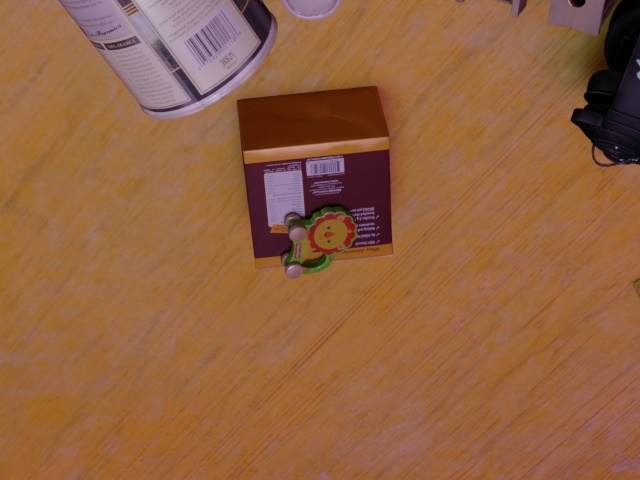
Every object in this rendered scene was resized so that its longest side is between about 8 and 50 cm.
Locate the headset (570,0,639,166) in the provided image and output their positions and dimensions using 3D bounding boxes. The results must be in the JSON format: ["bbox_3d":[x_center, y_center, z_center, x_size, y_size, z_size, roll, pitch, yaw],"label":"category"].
[{"bbox_3d":[0.437,-0.198,1.788,0.185,0.243,0.394,22,156,8],"label":"headset"}]

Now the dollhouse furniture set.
[{"bbox_3d":[0.282,-0.357,1.735,0.184,0.129,0.129,17,128,17],"label":"dollhouse furniture set"}]

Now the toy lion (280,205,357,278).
[{"bbox_3d":[0.000,0.000,1.840,0.096,0.034,0.100,-4,127,-14],"label":"toy lion"}]

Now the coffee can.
[{"bbox_3d":[-0.205,-0.307,1.639,0.202,0.201,0.275,-27,125,13],"label":"coffee can"}]

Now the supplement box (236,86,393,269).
[{"bbox_3d":[-0.006,-0.083,1.876,0.191,0.129,0.194,-6,127,-3],"label":"supplement box"}]

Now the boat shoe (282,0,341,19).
[{"bbox_3d":[-0.021,-0.428,1.654,0.112,0.095,0.335,-3,122,-1],"label":"boat shoe"}]

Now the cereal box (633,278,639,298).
[{"bbox_3d":[0.613,0.104,2.143,0.173,0.047,0.240,-35,123,18],"label":"cereal box"}]
